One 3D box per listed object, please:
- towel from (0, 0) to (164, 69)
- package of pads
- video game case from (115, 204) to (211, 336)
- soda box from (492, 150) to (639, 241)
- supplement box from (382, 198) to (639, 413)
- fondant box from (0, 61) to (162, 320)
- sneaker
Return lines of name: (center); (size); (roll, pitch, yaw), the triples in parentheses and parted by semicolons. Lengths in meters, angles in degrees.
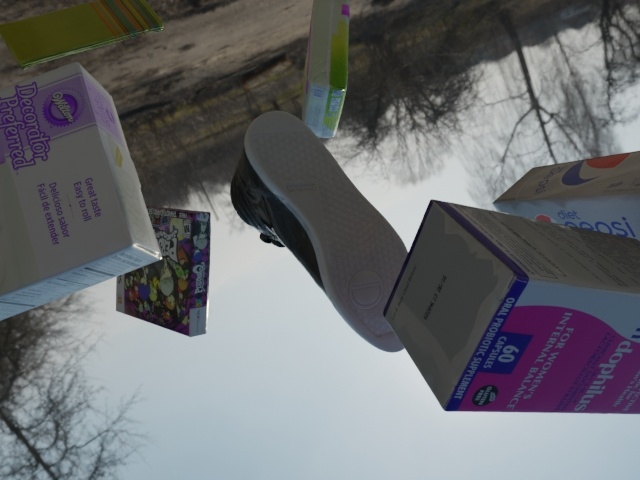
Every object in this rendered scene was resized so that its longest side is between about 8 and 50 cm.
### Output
towel: (-0.388, -0.348, 0.838); (0.237, 0.102, 0.021); (-29, 157, -25)
package of pads: (0.011, -0.440, 1.306); (0.101, 0.296, 0.229); (5, 158, -4)
video game case: (-0.286, 0.044, 0.912); (0.232, 0.210, 0.042); (8, -172, 38)
soda box: (0.342, -0.041, 0.613); (0.091, 0.098, 0.286); (-39, -169, -11)
supplement box: (0.181, 0.055, 0.396); (0.220, 0.111, 0.114); (7, -154, -22)
fondant box: (-0.387, -0.035, 0.600); (0.331, 0.238, 0.096); (-21, 167, -2)
sneaker: (0.000, 0.000, 0.601); (0.105, 0.295, 0.147); (-37, -174, -21)
